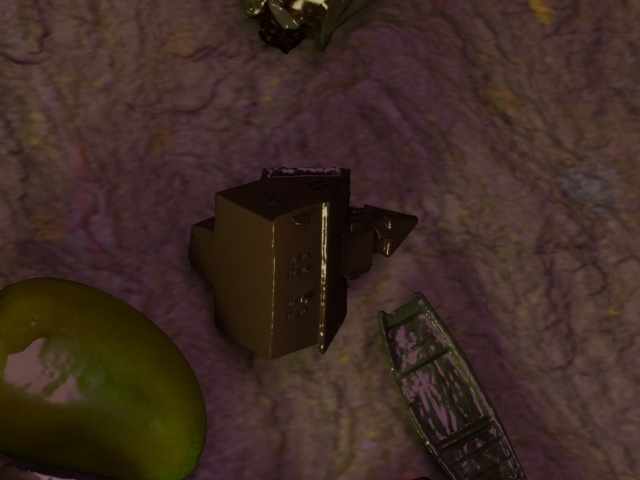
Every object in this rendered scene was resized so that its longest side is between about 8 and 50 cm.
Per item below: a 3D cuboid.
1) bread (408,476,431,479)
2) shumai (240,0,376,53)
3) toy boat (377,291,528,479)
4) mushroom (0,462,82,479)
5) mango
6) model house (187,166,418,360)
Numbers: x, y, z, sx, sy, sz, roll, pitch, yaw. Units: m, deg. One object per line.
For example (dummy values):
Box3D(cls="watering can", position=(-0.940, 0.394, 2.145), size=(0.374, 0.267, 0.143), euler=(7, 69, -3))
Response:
Box3D(cls="bread", position=(0.102, 0.371, 1.401), size=(0.181, 0.096, 0.222), euler=(-37, 86, -20))
Box3D(cls="shumai", position=(-0.007, -0.338, 1.545), size=(0.255, 0.189, 0.218), euler=(12, 69, -3))
Box3D(cls="toy boat", position=(0.150, 0.201, 1.485), size=(0.093, 0.055, 0.293), euler=(-26, 80, -19))
Box3D(cls="mushroom", position=(-0.173, 0.307, 1.365), size=(0.333, 0.087, 0.107), euler=(34, 79, 2))
Box3D(cls="mango", position=(-0.243, 0.140, 1.367), size=(0.273, 0.149, 0.185), euler=(16, 70, -16))
Box3D(cls="model house", position=(0.000, 0.000, 1.473), size=(0.248, 0.176, 0.181), euler=(-16, 120, -35))
